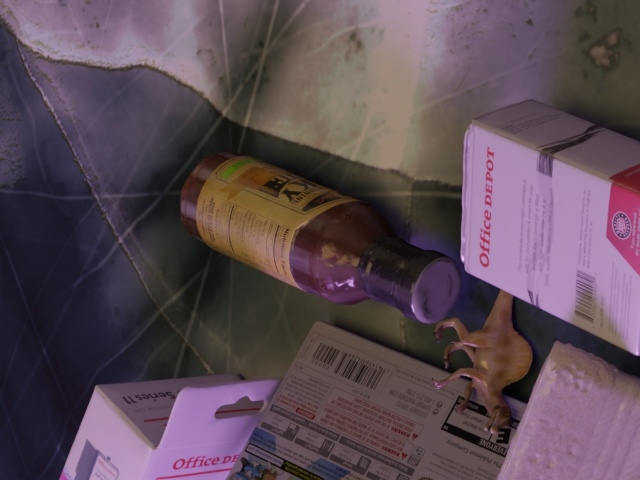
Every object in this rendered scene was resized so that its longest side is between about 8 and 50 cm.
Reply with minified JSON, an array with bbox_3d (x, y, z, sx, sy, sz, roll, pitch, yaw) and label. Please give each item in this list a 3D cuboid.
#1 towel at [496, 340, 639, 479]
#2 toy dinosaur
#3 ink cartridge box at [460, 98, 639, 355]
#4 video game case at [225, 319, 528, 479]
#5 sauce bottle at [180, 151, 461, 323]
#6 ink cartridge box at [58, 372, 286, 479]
[{"bbox_3d":[0.244,0.244,1.680,0.187,0.049,0.282,21,107,5],"label":"towel"},{"bbox_3d":[0.159,0.102,1.820,0.092,0.053,0.183,0,69,21],"label":"toy dinosaur"},{"bbox_3d":[0.232,-0.016,1.690,0.218,0.092,0.158,26,127,41],"label":"ink cartridge box"},{"bbox_3d":[0.042,0.255,1.863,0.329,0.036,0.300,20,76,43],"label":"video game case"},{"bbox_3d":[0.000,0.000,1.946,0.344,0.111,0.111,23,107,41],"label":"sauce bottle"},{"bbox_3d":[-0.168,0.264,2.050,0.119,0.207,0.353,41,118,36],"label":"ink cartridge box"}]
